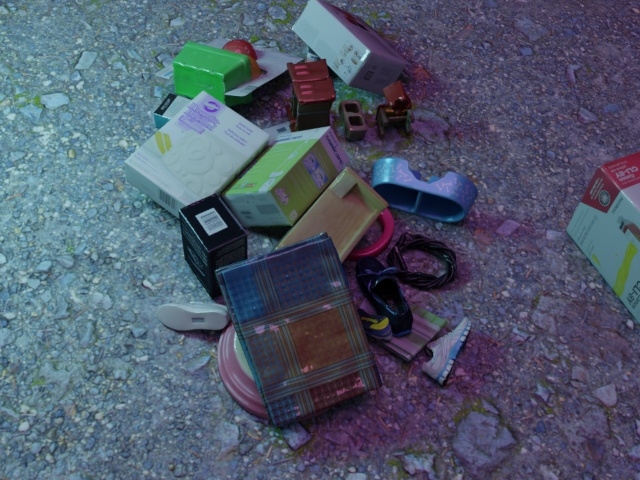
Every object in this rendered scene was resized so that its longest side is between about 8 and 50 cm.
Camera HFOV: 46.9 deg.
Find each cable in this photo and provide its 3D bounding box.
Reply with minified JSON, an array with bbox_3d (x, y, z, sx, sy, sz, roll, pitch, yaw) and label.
[{"bbox_3d":[0.268,0.057,1.927,0.184,0.047,0.150,30,57,16],"label":"cable"}]

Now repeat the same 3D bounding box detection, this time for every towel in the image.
[{"bbox_3d":[0.221,0.223,1.799,0.113,0.023,0.152,28,52,36],"label":"towel"},{"bbox_3d":[-0.044,0.192,1.619,0.271,0.040,0.370,-20,88,-9],"label":"towel"}]

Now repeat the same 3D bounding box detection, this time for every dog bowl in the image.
[{"bbox_3d":[0.274,-0.131,2.005,0.297,0.166,0.074,15,64,7],"label":"dog bowl"}]

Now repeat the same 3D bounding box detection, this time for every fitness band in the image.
[{"bbox_3d":[0.060,-0.063,1.998,0.291,0.054,0.209,34,58,19],"label":"fitness band"}]

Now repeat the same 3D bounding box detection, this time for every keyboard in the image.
[{"bbox_3d":[-0.112,-0.322,2.208,0.256,0.014,0.072,-21,52,-19],"label":"keyboard"}]

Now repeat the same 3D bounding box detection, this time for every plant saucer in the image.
[{"bbox_3d":[-0.077,0.255,1.728,0.332,0.084,0.332,3,53,-3],"label":"plant saucer"}]

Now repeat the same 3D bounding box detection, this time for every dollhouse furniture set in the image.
[{"bbox_3d":[0.091,-0.412,2.156,0.374,0.201,0.152,-7,61,-11],"label":"dollhouse furniture set"}]

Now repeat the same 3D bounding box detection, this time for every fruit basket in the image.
[{"bbox_3d":[-0.274,-0.528,2.276,0.327,0.165,0.353,18,33,21],"label":"fruit basket"}]

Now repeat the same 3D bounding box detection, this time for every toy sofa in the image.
[{"bbox_3d":[0.000,0.000,1.824,0.150,0.177,0.362,42,51,-3],"label":"toy sofa"}]

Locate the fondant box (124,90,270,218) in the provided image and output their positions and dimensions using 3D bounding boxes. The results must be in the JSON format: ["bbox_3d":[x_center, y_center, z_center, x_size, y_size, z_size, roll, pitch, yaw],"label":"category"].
[{"bbox_3d":[-0.329,-0.224,1.995,0.238,0.096,0.330,35,58,8],"label":"fondant box"}]

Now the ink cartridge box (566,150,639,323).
[{"bbox_3d":[0.829,0.011,1.859,0.160,0.279,0.385,-18,56,-16],"label":"ink cartridge box"}]

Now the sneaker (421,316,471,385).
[{"bbox_3d":[0.301,0.251,1.772,0.083,0.071,0.191,23,54,20],"label":"sneaker"}]

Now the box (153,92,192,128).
[{"bbox_3d":[-0.359,-0.348,2.175,0.244,0.060,0.100,20,54,10],"label":"box"}]

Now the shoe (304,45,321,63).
[{"bbox_3d":[-0.027,-0.571,2.371,0.063,0.081,0.178,19,23,-5],"label":"shoe"}]

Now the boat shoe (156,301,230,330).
[{"bbox_3d":[-0.302,0.176,1.784,0.184,0.066,0.063,-3,14,15],"label":"boat shoe"}]

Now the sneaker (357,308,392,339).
[{"bbox_3d":[0.116,0.207,1.785,0.053,0.059,0.144,-47,34,-20],"label":"sneaker"}]

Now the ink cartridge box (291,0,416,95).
[{"bbox_3d":[0.111,-0.603,2.332,0.272,0.130,0.309,1,42,-51],"label":"ink cartridge box"}]

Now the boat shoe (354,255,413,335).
[{"bbox_3d":[0.167,0.117,1.833,0.109,0.089,0.258,-22,47,-16],"label":"boat shoe"}]

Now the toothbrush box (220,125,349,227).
[{"bbox_3d":[-0.092,-0.168,1.963,0.206,0.122,0.283,-2,41,45],"label":"toothbrush box"}]

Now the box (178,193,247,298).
[{"bbox_3d":[-0.261,0.017,1.815,0.108,0.207,0.153,-27,60,-23],"label":"box"}]
